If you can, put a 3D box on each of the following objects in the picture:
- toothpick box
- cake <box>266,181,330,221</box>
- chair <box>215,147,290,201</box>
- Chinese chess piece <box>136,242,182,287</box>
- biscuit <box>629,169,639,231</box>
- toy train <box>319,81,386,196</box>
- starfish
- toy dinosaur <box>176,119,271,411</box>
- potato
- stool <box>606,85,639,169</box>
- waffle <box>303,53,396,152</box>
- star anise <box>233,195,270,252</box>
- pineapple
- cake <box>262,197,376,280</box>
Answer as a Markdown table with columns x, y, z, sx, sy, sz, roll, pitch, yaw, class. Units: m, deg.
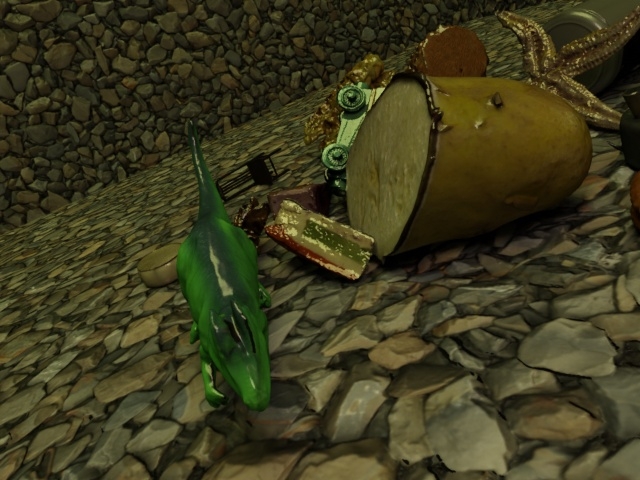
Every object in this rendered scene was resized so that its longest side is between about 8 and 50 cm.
| x | y | z | sx | sy | sz | roll | pitch | yaw | class |
| --- | --- | --- | --- | --- | --- | --- | --- | --- | --- |
| 0.693 | -0.502 | 1.254 | 0.316 | 0.229 | 0.229 | -31 | 25 | -23 | toothpick box |
| -0.037 | -0.081 | 1.154 | 0.115 | 0.113 | 0.295 | -10 | 13 | 10 | cake |
| -0.203 | -0.193 | 1.520 | 0.101 | 0.084 | 0.212 | -1 | 30 | 47 | chair |
| -0.347 | 0.055 | 1.141 | 0.122 | 0.051 | 0.122 | -17 | 25 | 8 | Chinese chess piece |
| 0.509 | -0.057 | 0.636 | 0.220 | 0.066 | 0.221 | -18 | 27 | 9 | biscuit |
| 0.105 | -0.224 | 1.133 | 0.176 | 0.116 | 0.286 | 11 | 69 | 8 | toy train |
| 0.502 | -0.370 | 1.110 | 0.383 | 0.132 | 0.399 | 8 | 69 | 57 | starfish |
| -0.164 | -0.017 | 0.700 | 0.143 | 0.501 | 0.374 | -17 | -13 | -10 | toy dinosaur |
| 0.234 | -0.106 | 0.850 | 0.295 | 0.290 | 0.397 | 3 | -21 | -12 | potato |
| 0.582 | -0.204 | 0.800 | 0.227 | 0.139 | 0.153 | -20 | 24 | 10 | stool |
| 0.096 | -0.402 | 1.511 | 0.324 | 0.151 | 0.261 | -33 | 17 | 48 | waffle |
| -0.166 | 0.005 | 1.042 | 0.177 | 0.073 | 0.234 | -43 | 20 | 25 | star anise |
| 0.328 | -0.462 | 1.494 | 0.222 | 0.223 | 0.357 | -26 | 0 | -10 | pineapple |
| -0.016 | -0.009 | 0.886 | 0.220 | 0.116 | 0.086 | 22 | 83 | 60 | cake |
